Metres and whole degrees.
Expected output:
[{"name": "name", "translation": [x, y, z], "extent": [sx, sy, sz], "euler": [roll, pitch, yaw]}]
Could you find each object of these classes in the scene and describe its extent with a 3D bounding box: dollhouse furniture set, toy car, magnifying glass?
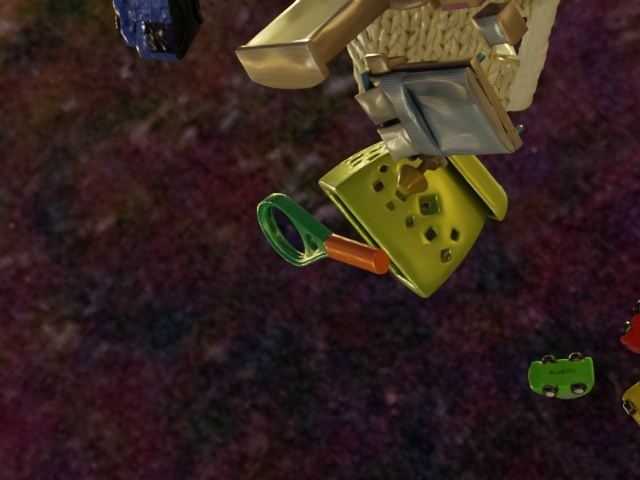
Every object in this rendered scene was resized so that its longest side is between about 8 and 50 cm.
[{"name": "dollhouse furniture set", "translation": [0.106, -0.154, 1.507], "extent": [0.198, 0.303, 0.286], "euler": [-45, 28, -25]}, {"name": "toy car", "translation": [0.426, 0.201, 1.965], "extent": [0.225, 0.053, 0.239], "euler": [-6, 57, 16]}, {"name": "magnifying glass", "translation": [0.000, 0.000, 1.512], "extent": [0.026, 0.092, 0.231], "euler": [-33, 29, -24]}]

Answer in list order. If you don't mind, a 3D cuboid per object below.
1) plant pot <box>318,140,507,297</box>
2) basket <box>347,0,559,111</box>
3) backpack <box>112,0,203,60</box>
[{"name": "plant pot", "translation": [0.152, -0.069, 2.075], "extent": [0.207, 0.228, 0.227], "euler": [-41, 9, -1]}, {"name": "basket", "translation": [0.172, -0.394, 1.888], "extent": [0.266, 0.328, 0.331], "euler": [-7, 57, -8]}, {"name": "backpack", "translation": [-0.206, -0.296, 1.635], "extent": [0.101, 0.120, 0.098], "euler": [5, 43, 7]}]
